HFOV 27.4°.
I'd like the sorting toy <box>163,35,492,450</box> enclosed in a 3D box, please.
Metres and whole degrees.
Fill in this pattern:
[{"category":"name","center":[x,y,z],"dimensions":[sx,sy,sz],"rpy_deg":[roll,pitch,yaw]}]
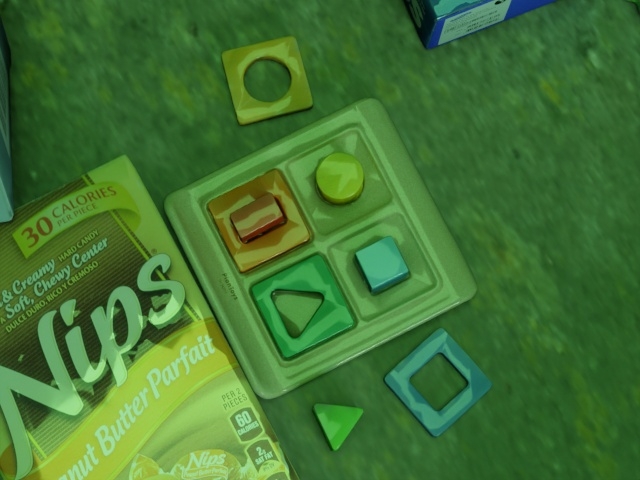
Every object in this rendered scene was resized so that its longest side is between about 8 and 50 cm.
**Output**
[{"category":"sorting toy","center":[0.000,0.000,1.011],"dimensions":[0.196,0.047,0.348],"rpy_deg":[-26,82,-7]}]

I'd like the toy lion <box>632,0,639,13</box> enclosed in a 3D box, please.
[{"category":"toy lion","center":[0.281,-0.217,1.075],"dimensions":[0.096,0.034,0.100],"rpy_deg":[-1,80,4]}]

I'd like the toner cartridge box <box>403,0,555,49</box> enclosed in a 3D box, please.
[{"category":"toner cartridge box","center":[0.095,-0.347,1.066],"dimensions":[0.165,0.075,0.348],"rpy_deg":[-22,81,-8]}]

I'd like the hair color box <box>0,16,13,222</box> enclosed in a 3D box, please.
[{"category":"hair color box","center":[-0.419,-0.089,0.940],"dimensions":[0.374,0.114,0.185],"rpy_deg":[-8,50,-5]}]

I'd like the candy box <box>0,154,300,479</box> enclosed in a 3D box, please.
[{"category":"candy box","center":[-0.147,0.119,0.953],"dimensions":[0.183,0.087,0.316],"rpy_deg":[-27,78,-8]}]
